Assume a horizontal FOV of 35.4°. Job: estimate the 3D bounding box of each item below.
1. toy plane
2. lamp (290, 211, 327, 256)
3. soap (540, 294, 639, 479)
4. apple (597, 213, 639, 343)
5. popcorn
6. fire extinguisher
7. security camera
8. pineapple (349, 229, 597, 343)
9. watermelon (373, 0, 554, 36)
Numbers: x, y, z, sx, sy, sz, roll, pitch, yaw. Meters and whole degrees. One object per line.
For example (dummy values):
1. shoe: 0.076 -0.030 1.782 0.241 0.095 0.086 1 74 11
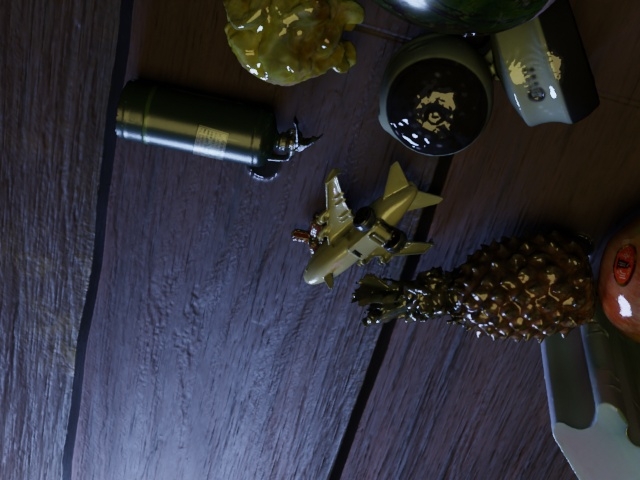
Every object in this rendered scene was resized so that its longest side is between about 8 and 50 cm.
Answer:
1. toy plane: 0.064 -0.010 1.513 0.229 0.092 0.244 34 110 -34
2. lamp: 0.000 0.000 1.581 0.063 0.031 0.083 -33 116 27
3. soap: 0.436 0.253 1.489 0.208 0.347 0.115 42 117 -18
4. apple: 0.496 0.051 1.451 0.209 0.164 0.209 -12 131 -14
5. popcorn: -0.033 -0.293 1.319 0.187 0.167 0.186 -4 123 7
6. fire extinguisher: -0.143 -0.163 1.464 0.294 0.093 0.118 12 149 0
7. security camera: 0.207 -0.217 1.319 0.277 0.191 0.197 -17 120 19
8. pineapple: 0.230 0.083 1.518 0.361 0.175 0.175 -11 120 15
9. watermelon: 0.152 -0.411 1.120 0.363 0.363 0.363 4 123 6
